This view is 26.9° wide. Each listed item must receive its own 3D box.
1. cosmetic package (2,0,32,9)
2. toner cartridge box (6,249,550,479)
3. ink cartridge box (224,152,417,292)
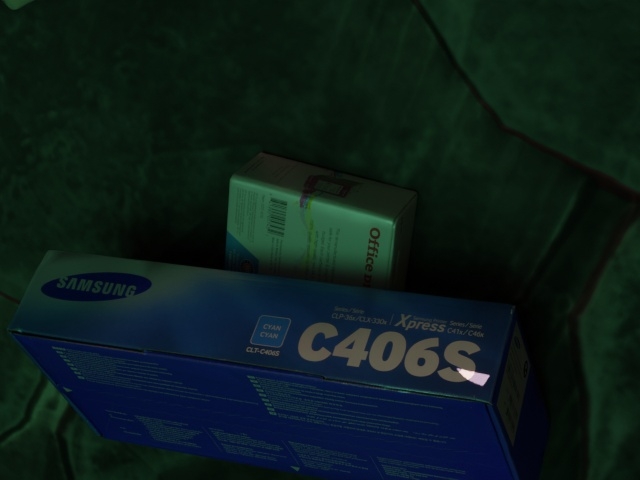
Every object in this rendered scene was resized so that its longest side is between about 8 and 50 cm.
[{"bbox_3d":[-0.200,-0.302,0.757,0.129,0.153,0.296,-30,125,-9],"label":"cosmetic package"},{"bbox_3d":[-0.026,0.096,0.930,0.348,0.075,0.165,6,146,22],"label":"toner cartridge box"},{"bbox_3d":[0.000,0.000,0.928,0.122,0.052,0.088,16,120,18],"label":"ink cartridge box"}]
